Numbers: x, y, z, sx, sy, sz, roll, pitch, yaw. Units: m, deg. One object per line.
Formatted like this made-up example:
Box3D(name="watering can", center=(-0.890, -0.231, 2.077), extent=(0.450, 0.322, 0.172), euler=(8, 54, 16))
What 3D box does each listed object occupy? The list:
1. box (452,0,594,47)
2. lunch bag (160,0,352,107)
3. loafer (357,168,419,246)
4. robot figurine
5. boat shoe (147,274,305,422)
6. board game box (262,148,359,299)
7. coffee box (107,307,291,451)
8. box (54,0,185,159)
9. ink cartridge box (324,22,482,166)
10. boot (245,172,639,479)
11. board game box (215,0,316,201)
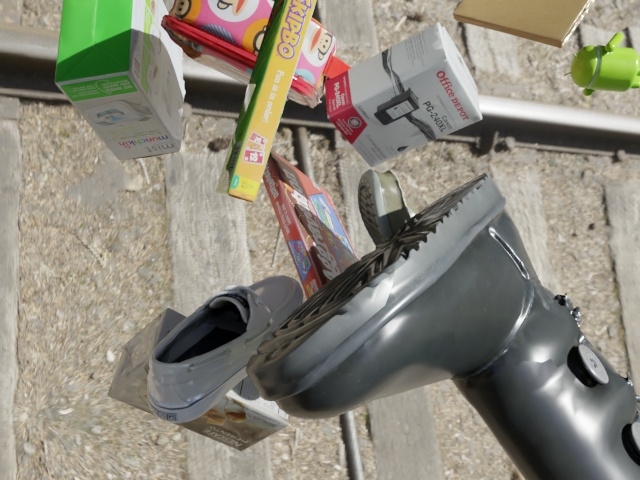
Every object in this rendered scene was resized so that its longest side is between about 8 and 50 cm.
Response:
Box3D(name="box", center=(0.350, -0.410, 1.056), extent=(0.201, 0.021, 0.164), euler=(28, 76, 31))
Box3D(name="lunch bag", center=(-0.074, -0.281, 0.921), extent=(0.258, 0.293, 0.120), euler=(24, 98, -1))
Box3D(name="loafer", center=(0.122, 0.013, 0.775), extent=(0.087, 0.094, 0.251), euler=(-28, 115, -2))
Box3D(name="robot figurine", center=(0.444, -0.267, 0.978), extent=(0.115, 0.101, 0.067), euler=(6, 57, 3))
Box3D(name="boat shoe", center=(-0.094, 0.096, 0.714), extent=(0.095, 0.084, 0.258), euler=(17, 34, 20))
Box3D(name="board game box", center=(0.000, 0.000, 0.808), extent=(0.145, 0.027, 0.281), euler=(33, 25, -43))
Box3D(name="coffee box", center=(-0.178, 0.223, 0.980), extent=(0.246, 0.141, 0.098), euler=(33, 41, -26))
Box3D(name="box", center=(-0.327, -0.311, 1.074), extent=(0.126, 0.231, 0.262), euler=(-8, 67, 4))
Box3D(name="ink cartridge box", center=(0.097, -0.164, 0.731), extent=(0.109, 0.150, 0.063), euler=(41, 36, -45))
Box3D(name="boot", center=(0.185, 0.186, 0.542), extent=(0.367, 0.146, 0.445), euler=(-34, 91, -46))
Box3D(name="board game box", center=(-0.054, -0.169, 0.659), extent=(0.039, 0.124, 0.260), euler=(14, 91, -16))
